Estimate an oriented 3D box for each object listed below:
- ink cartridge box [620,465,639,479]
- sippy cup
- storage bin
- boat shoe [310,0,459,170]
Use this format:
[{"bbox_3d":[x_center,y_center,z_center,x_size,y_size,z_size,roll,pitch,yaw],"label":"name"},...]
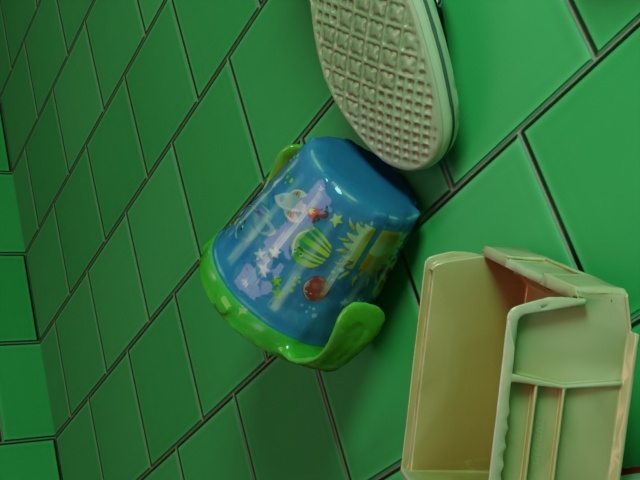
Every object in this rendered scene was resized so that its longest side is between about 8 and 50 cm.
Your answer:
[{"bbox_3d":[0.312,0.281,0.880,0.231,0.078,0.134,-2,87,57],"label":"ink cartridge box"},{"bbox_3d":[0.000,0.000,1.248,0.305,0.240,0.224,45,119,19],"label":"sippy cup"},{"bbox_3d":[0.179,0.150,0.960,0.262,0.123,0.261,-138,53,-78],"label":"storage bin"},{"bbox_3d":[0.069,-0.327,1.201,0.186,0.156,0.500,-29,77,47],"label":"boat shoe"}]
